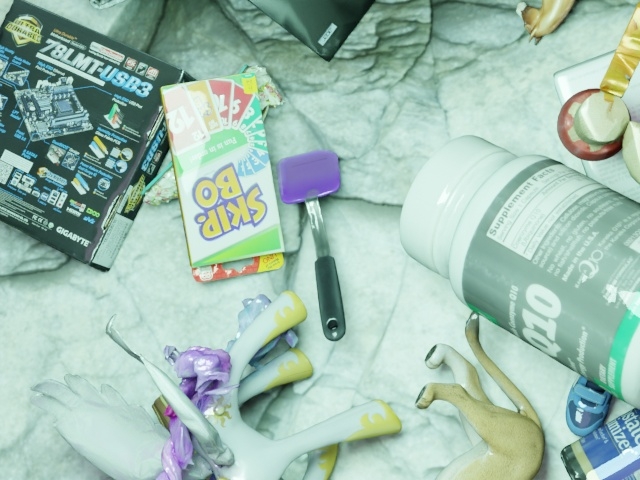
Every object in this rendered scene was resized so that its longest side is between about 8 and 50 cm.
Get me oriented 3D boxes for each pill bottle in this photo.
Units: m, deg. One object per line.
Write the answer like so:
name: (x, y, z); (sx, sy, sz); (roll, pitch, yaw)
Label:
pill bottle: (0.280, 0.026, 1.713); (0.361, 0.204, 0.204); (32, 89, 34)
pill bottle: (0.400, 0.244, 1.716); (0.219, 0.123, 0.123); (-31, 73, 7)

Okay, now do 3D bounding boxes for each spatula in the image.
spatula: (0.000, 0.000, 1.878); (0.084, 0.030, 0.296); (-15, 58, 7)

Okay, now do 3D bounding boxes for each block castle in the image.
block castle: (0.518, -0.145, 1.640); (0.453, 0.213, 0.303); (25, 94, 5)

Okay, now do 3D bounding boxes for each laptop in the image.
laptop: (-0.032, -0.414, 2.025); (0.234, 0.136, 0.264); (-53, 46, 0)

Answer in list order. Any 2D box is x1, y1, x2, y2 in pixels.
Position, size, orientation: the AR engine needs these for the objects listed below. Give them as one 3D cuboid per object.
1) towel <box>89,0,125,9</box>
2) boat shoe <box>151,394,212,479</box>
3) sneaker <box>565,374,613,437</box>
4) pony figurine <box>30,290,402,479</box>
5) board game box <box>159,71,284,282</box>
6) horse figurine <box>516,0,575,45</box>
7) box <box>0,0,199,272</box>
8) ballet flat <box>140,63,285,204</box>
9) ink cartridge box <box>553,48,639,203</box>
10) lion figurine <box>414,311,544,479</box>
towel: (-0.217, -0.450, 1.993); (0.283, 0.121, 0.235); (-19, 55, 13)
boat shoe: (-0.172, 0.279, 1.897); (0.060, 0.064, 0.178); (-34, 75, 5)
sneaker: (0.333, 0.167, 1.783); (0.053, 0.059, 0.144); (22, 86, 16)
pony figurine: (-0.130, 0.224, 1.763); (0.363, 0.303, 0.351); (-40, 90, -33)
board game box: (-0.125, -0.080, 1.915); (0.124, 0.039, 0.259); (-10, 98, -9)
horse figurine: (0.341, -0.390, 1.891); (0.263, 0.066, 0.174); (-29, 66, 11)
box: (-0.357, -0.148, 2.030); (0.295, 0.073, 0.293); (24, 86, 19)
ballet flat: (-0.139, -0.126, 1.964); (0.077, 0.091, 0.241); (40, 95, -3)
ink cartridge box: (0.489, -0.075, 1.796); (0.308, 0.091, 0.385); (-19, 91, 10)
lion figurine: (0.175, 0.304, 1.756); (0.240, 0.142, 0.392); (32, 82, -4)
